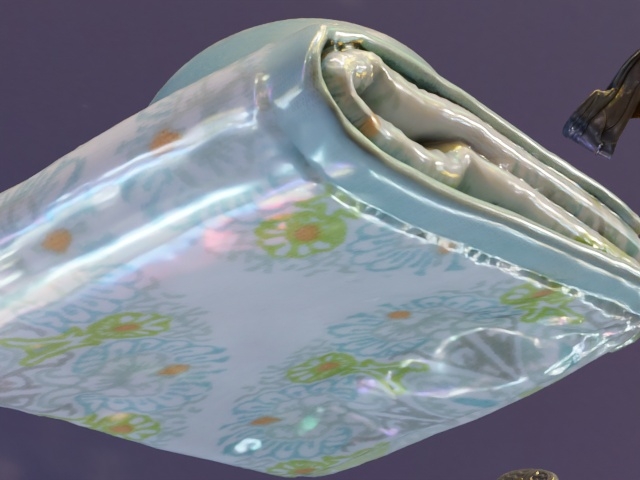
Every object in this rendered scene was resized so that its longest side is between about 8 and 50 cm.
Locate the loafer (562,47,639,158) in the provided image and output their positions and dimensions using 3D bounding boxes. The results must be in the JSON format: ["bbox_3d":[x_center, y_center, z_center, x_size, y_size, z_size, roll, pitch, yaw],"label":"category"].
[{"bbox_3d":[0.335,-0.154,1.628,0.061,0.062,0.170,42,-105,12],"label":"loafer"}]

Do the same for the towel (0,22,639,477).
[{"bbox_3d":[-0.013,0.033,0.845,0.374,0.321,0.090,26,-135,-48],"label":"towel"}]

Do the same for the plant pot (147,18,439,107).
[{"bbox_3d":[0.000,0.000,1.142,0.290,0.195,0.290,-4,-65,-9],"label":"plant pot"}]

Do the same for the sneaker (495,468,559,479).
[{"bbox_3d":[0.140,0.297,1.230,0.227,0.087,0.130,-37,-67,-45],"label":"sneaker"}]
